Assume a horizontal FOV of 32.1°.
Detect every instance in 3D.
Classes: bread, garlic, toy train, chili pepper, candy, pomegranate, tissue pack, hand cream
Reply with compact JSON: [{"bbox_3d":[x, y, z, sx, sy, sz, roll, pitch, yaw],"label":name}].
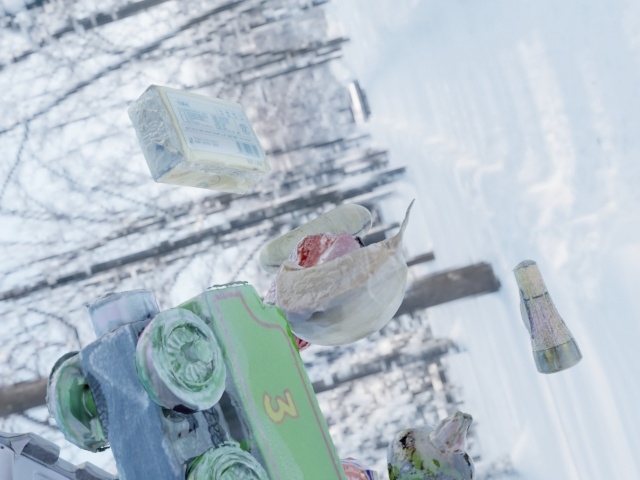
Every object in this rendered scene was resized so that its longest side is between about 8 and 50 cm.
[{"bbox_3d":[0.000,0.000,1.788,0.053,0.214,0.073,-9,105,61],"label":"bread"},{"bbox_3d":[0.035,0.046,1.260,0.090,0.198,0.128,25,-134,-41],"label":"garlic"},{"bbox_3d":[-0.110,0.184,1.078,0.249,0.173,0.307,-7,-107,-57],"label":"toy train"},{"bbox_3d":[-0.029,0.086,1.487,0.252,0.144,0.136,-51,-37,-62],"label":"chili pepper"},{"bbox_3d":[0.033,0.464,1.797,0.365,0.124,0.124,94,165,-53],"label":"candy"},{"bbox_3d":[0.176,0.324,1.661,0.138,0.163,0.125,39,180,24],"label":"pomegranate"},{"bbox_3d":[-0.190,-0.156,1.747,0.196,0.092,0.148,8,-129,-51],"label":"tissue pack"},{"bbox_3d":[0.391,0.130,1.956,0.084,0.084,0.203,-43,-66,-88],"label":"hand cream"}]

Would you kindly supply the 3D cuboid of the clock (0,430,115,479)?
[{"bbox_3d":[-0.386,0.395,1.623,0.253,0.083,0.186,35,-158,-27],"label":"clock"}]
